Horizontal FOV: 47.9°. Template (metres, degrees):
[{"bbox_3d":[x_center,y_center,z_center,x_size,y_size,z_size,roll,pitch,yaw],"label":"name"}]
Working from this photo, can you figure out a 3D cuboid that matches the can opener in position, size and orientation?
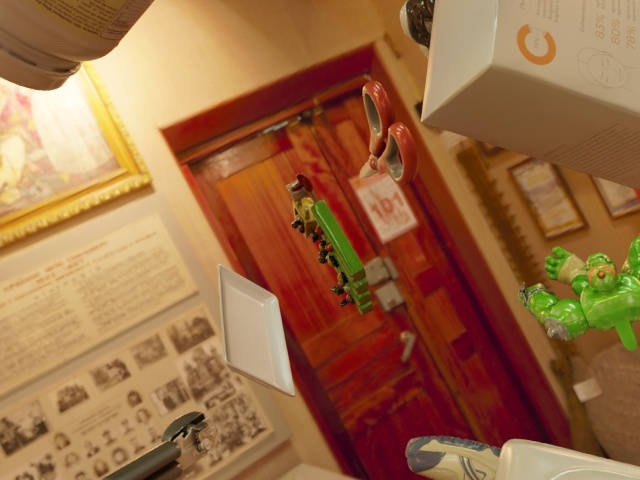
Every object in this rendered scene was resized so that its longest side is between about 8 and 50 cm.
[{"bbox_3d":[-0.291,0.401,1.309,0.093,0.074,0.280,4,15,29],"label":"can opener"}]

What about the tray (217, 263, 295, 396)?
[{"bbox_3d":[-0.123,0.156,1.252,0.030,0.145,0.270,-47,29,20],"label":"tray"}]

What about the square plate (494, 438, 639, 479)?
[{"bbox_3d":[0.277,0.302,0.523,0.343,0.049,0.347,5,39,23],"label":"square plate"}]

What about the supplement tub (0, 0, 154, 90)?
[{"bbox_3d":[-0.266,-0.346,0.773,0.325,0.235,0.235,-42,-4,18],"label":"supplement tub"}]

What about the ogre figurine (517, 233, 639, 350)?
[{"bbox_3d":[0.302,0.048,0.741,0.196,0.097,0.118,-4,22,17],"label":"ogre figurine"}]

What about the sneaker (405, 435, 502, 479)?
[{"bbox_3d":[0.238,0.328,0.887,0.296,0.131,0.112,11,-13,23],"label":"sneaker"}]

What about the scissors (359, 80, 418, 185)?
[{"bbox_3d":[0.070,-0.085,0.843,0.021,0.109,0.297,-25,-14,-7],"label":"scissors"}]

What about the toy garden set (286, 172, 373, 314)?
[{"bbox_3d":[0.000,0.000,1.034,0.049,0.204,0.244,-29,-19,-3],"label":"toy garden set"}]

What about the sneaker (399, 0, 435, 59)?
[{"bbox_3d":[0.268,-0.373,1.320,0.101,0.268,0.153,-43,-3,-23],"label":"sneaker"}]

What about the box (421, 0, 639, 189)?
[{"bbox_3d":[0.325,-0.225,0.908,0.345,0.215,0.168,14,-18,-16],"label":"box"}]
